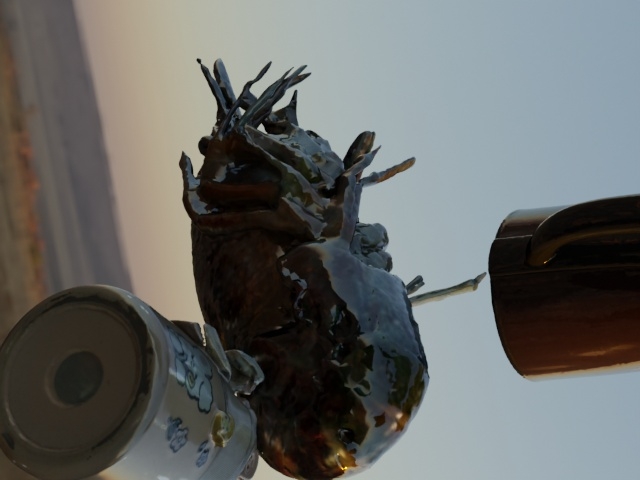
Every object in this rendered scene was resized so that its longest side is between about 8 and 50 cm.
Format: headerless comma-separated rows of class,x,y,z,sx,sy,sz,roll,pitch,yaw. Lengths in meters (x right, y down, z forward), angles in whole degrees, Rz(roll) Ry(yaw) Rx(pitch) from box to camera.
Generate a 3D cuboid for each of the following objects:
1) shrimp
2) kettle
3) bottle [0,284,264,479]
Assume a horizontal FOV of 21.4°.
shrimp,0.000,0.002,1.027,0.172,0.137,0.372,36,32,-35
kettle,0.258,0.019,1.323,0.202,0.232,0.144,48,43,-45
bottle,-0.079,0.084,0.789,0.152,0.099,0.099,43,28,-58
